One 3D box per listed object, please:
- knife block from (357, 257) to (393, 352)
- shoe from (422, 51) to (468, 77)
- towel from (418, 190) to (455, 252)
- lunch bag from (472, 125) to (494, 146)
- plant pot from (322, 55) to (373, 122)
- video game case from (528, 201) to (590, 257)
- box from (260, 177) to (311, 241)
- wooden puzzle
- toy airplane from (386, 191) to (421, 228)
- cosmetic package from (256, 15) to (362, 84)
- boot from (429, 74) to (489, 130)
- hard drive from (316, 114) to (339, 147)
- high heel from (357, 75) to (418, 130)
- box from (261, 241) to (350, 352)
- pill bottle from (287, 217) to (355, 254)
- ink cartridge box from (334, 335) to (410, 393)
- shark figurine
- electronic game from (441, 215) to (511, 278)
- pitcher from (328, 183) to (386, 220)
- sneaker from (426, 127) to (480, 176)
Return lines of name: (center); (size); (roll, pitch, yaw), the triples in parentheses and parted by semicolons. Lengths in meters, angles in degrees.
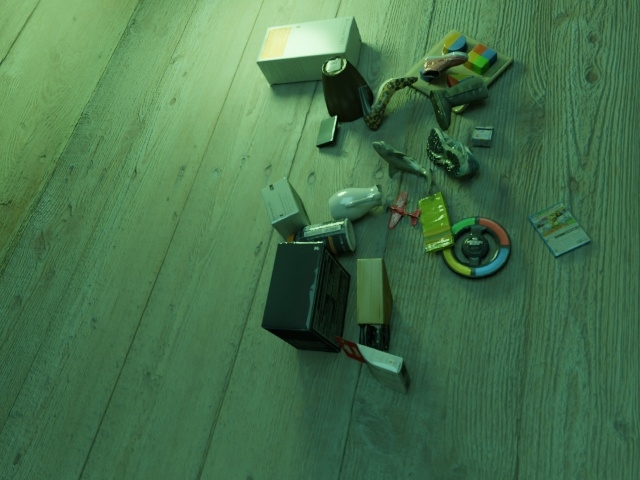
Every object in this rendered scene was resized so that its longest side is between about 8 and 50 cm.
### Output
knife block: (0.169, 0.229, 1.539); (0.088, 0.276, 0.242); (-3, 34, 20)
shoe: (0.497, -0.696, 1.887); (0.177, 0.063, 0.081); (4, 70, 26)
towel: (0.409, -0.067, 1.688); (0.102, 0.021, 0.238); (-19, 51, 24)
lunch bag: (0.613, -0.401, 1.783); (0.070, 0.053, 0.083); (10, 60, 25)
plant pot: (0.094, -0.665, 2.019); (0.215, 0.230, 0.216); (-10, 61, 18)
video game case: (0.782, -0.037, 1.552); (0.119, 0.015, 0.167); (-26, 58, 9)
box: (-0.130, -0.113, 1.859); (0.118, 0.182, 0.181); (-26, 58, 7)
wooden puzzle: (0.555, -0.721, 1.950); (0.322, 0.080, 0.348); (-45, 57, -3)
toy airplane: (0.312, -0.106, 1.763); (0.151, 0.028, 0.152); (-9, 74, 33)
cosmetic package: (-0.052, -0.894, 2.235); (0.452, 0.161, 0.230); (3, 66, 22)
boot: (0.545, -0.531, 1.821); (0.208, 0.076, 0.190); (-12, 80, -4)
hard drive: (0.032, -0.474, 2.055); (0.094, 0.022, 0.135); (-10, 59, 39)
high heel: (0.297, -0.579, 1.980); (0.260, 0.093, 0.187); (-15, 104, -1)
box: (-0.039, 0.195, 1.601); (0.182, 0.294, 0.297); (-1, 64, 21)
pill bottle: (0.000, 0.000, 1.781); (0.245, 0.130, 0.131); (-12, 61, 17)
ink cartridge box: (0.159, 0.391, 1.485); (0.232, 0.189, 0.066); (9, 59, 25)
shark figurine: (0.321, -0.278, 1.831); (0.278, 0.166, 0.116); (35, 107, 15)
electronic game: (0.526, 0.022, 1.606); (0.229, 0.048, 0.230); (-10, 61, 18)
pitcher: (0.135, -0.144, 1.776); (0.206, 0.178, 0.126); (-16, 91, 11)
sneaker: (0.497, -0.328, 1.779); (0.122, 0.110, 0.283); (-3, 43, -18)
